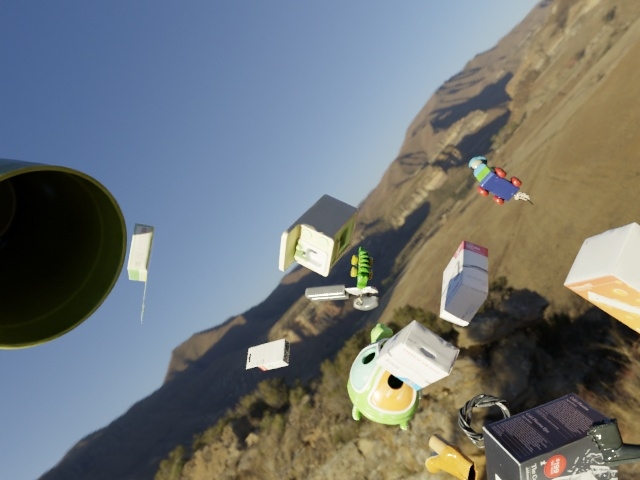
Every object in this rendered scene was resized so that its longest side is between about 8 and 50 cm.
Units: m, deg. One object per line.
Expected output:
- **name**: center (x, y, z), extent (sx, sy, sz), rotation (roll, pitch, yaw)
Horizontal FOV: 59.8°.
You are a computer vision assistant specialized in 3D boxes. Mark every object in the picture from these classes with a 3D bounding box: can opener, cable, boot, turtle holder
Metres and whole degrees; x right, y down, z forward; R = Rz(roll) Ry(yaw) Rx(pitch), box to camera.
- **can opener**: center (0.080, 0.213, 2.058), extent (0.076, 0.283, 0.095), rotation (41, -134, -56)
- **cable**: center (0.561, 0.600, 1.892), extent (0.184, 0.150, 0.047), rotation (-35, -27, -12)
- **boot**: center (0.544, 0.939, 2.292), extent (0.104, 0.211, 0.295), rotation (-35, -43, -25)
- **turtle holder**: center (0.227, 0.428, 1.809), extent (0.320, 0.243, 0.227), rotation (-42, -33, -54)
- **boot**: center (0.689, 0.458, 1.280), extent (0.121, 0.099, 0.045), rotation (-23, -6, 20)

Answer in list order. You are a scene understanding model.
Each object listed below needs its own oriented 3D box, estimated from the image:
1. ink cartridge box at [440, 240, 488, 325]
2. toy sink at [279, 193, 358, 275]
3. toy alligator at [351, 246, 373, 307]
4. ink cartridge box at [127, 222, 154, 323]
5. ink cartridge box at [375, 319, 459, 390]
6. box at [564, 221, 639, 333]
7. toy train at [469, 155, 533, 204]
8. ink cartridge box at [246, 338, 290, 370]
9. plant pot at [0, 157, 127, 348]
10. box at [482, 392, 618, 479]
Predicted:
- **ink cartridge box**: center (0.447, 0.132, 1.728), extent (0.218, 0.092, 0.158), rotation (-72, 2, -50)
- **toy sink**: center (0.000, 0.000, 1.635), extent (0.234, 0.131, 0.152), rotation (-45, -27, -43)
- **toy alligator**: center (0.118, 0.093, 1.553), extent (0.051, 0.056, 0.189), rotation (114, 164, -58)
- **ink cartridge box**: center (-0.472, 0.090, 1.446), extent (0.171, 0.056, 0.235), rotation (143, 135, -69)
- **ink cartridge box**: center (0.246, 0.301, 1.438), extent (0.082, 0.140, 0.190), rotation (-55, -2, -32)
- **box**: center (0.892, 0.129, 1.505), extent (0.168, 0.345, 0.215), rotation (-58, 1, -15)
- **toy train**: center (0.631, -0.203, 1.946), extent (0.105, 0.248, 0.143), rotation (-51, 38, 26)
- **ink cartridge box**: center (-0.134, 0.297, 1.429), extent (0.115, 0.029, 0.063), rotation (-19, 47, 26)
- **plant pot**: center (-0.662, -0.018, 1.146), extent (0.366, 0.353, 0.366), rotation (-31, -48, -42)
- **box**: center (0.655, 0.663, 1.581), extent (0.313, 0.343, 0.179), rotation (-16, 20, -14)
